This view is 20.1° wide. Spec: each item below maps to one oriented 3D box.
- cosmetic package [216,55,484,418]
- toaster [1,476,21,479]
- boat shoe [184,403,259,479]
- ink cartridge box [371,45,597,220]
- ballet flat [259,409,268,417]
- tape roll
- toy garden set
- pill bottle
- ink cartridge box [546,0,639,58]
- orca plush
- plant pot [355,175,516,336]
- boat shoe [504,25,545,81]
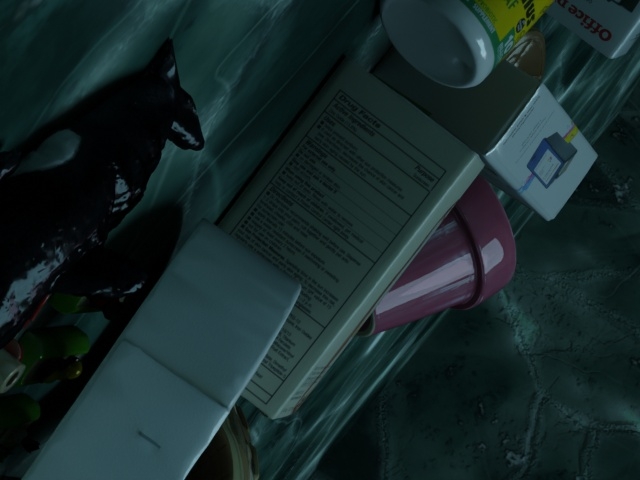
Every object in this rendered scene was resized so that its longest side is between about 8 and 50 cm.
[{"bbox_3d":[0.000,0.000,1.628,0.296,0.153,0.129,-51,172,4],"label":"cosmetic package"},{"bbox_3d":[-0.235,0.297,1.580,0.110,0.185,0.168,-54,163,-6],"label":"toaster"},{"bbox_3d":[-0.098,0.222,1.597,0.121,0.110,0.341,-32,-149,16],"label":"boat shoe"},{"bbox_3d":[0.164,-0.119,1.769,0.093,0.154,0.212,-53,151,-1],"label":"ink cartridge box"},{"bbox_3d":[-0.027,0.134,2.300,0.206,0.073,0.067,-55,143,3],"label":"ballet flat"},{"bbox_3d":[-0.132,0.124,1.428,0.286,0.100,0.286,-54,-177,4],"label":"tape roll"},{"bbox_3d":[-0.225,0.123,1.313,0.244,0.049,0.204,-53,171,6],"label":"toy garden set"},{"bbox_3d":[0.156,-0.241,1.570,0.208,0.117,0.117,-48,170,-22],"label":"pill bottle"},{"bbox_3d":[0.323,-0.322,1.958,0.208,0.153,0.087,-56,169,19],"label":"ink cartridge box"},{"bbox_3d":[-0.145,0.004,1.089,0.287,0.102,0.151,-42,166,-48],"label":"orca plush"},{"bbox_3d":[0.089,0.011,2.020,0.180,0.201,0.201,-31,162,-25],"label":"plant pot"},{"bbox_3d":[0.177,-0.162,2.116,0.104,0.089,0.285,-15,148,-30],"label":"boat shoe"}]
